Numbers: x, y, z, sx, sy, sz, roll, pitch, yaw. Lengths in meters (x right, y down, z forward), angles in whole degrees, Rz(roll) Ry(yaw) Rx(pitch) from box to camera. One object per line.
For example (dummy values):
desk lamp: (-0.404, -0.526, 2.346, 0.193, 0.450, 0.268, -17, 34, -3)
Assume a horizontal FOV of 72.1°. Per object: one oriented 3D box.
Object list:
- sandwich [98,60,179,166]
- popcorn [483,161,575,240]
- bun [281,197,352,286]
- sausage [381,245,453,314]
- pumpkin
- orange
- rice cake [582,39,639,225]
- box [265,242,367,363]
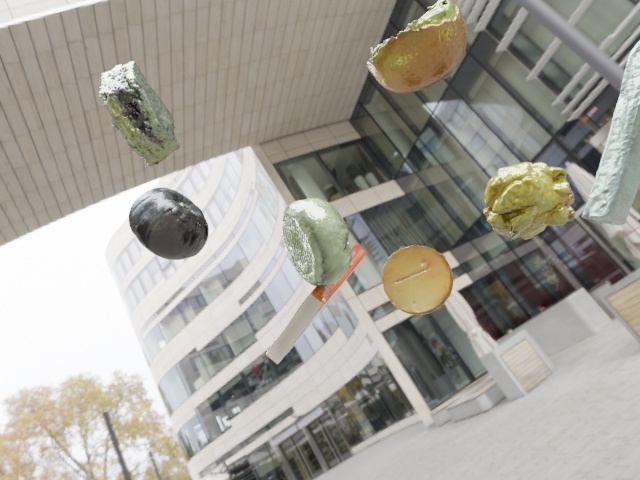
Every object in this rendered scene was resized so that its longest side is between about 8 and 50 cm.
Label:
sandwich: (-0.576, -0.405, 1.422, 0.131, 0.325, 0.262, -27, -45, 0)
popcorn: (0.619, -0.118, 1.310, 0.252, 0.215, 0.286, -32, -27, 33)
bun: (0.000, 0.000, 0.952, 0.118, 0.195, 0.195, -22, -24, -27)
sausage: (0.339, 0.147, 1.535, 0.233, 0.233, 0.287, -36, -16, 7)
pumpkin: (-0.432, -0.046, 1.271, 0.163, 0.233, 0.233, -47, -24, 8)
orange: (0.255, -0.505, 1.169, 0.262, 0.335, 0.196, -17, -60, 15)
rice cake: (0.540, -0.190, 0.767, 0.066, 0.063, 0.337, 19, -91, -28)
box: (-0.007, 0.158, 1.135, 0.265, 0.048, 0.273, -56, -7, 35)
